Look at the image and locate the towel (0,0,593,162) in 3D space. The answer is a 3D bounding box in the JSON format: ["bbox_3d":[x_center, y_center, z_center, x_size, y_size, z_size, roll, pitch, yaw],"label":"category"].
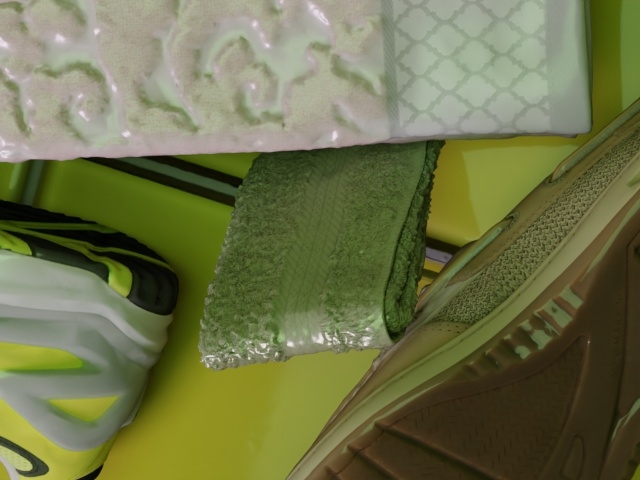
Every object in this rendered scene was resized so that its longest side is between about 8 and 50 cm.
[{"bbox_3d":[-0.030,-0.201,0.820,0.317,0.053,0.332,-1,101,2],"label":"towel"}]

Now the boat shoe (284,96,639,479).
[{"bbox_3d":[0.097,0.057,0.838,0.341,0.110,0.121,-42,112,8],"label":"boat shoe"}]

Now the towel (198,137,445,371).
[{"bbox_3d":[0.000,0.000,0.857,0.110,0.148,0.027,-10,130,22],"label":"towel"}]

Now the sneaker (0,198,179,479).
[{"bbox_3d":[-0.270,0.035,0.883,0.384,0.145,0.147,14,98,-2],"label":"sneaker"}]
